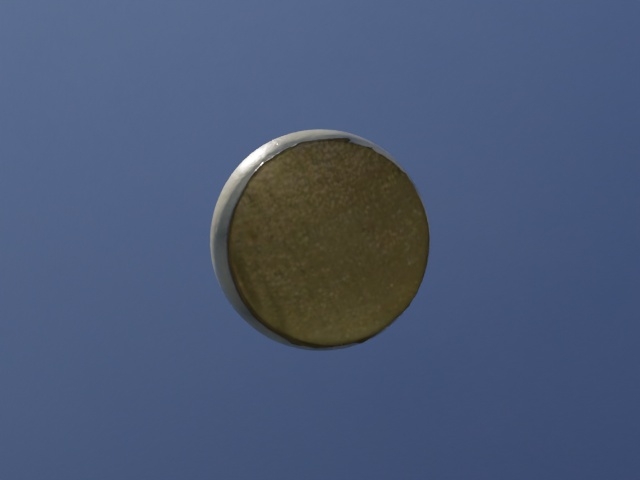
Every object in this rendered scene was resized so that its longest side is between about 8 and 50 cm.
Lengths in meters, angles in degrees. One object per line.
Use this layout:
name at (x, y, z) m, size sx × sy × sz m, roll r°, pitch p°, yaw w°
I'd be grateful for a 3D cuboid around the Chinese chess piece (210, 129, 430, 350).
Chinese chess piece at (0.000, 0.000, 0.878) m, size 0.122 × 0.051 × 0.122 m, roll -1°, pitch -86°, yaw -12°
